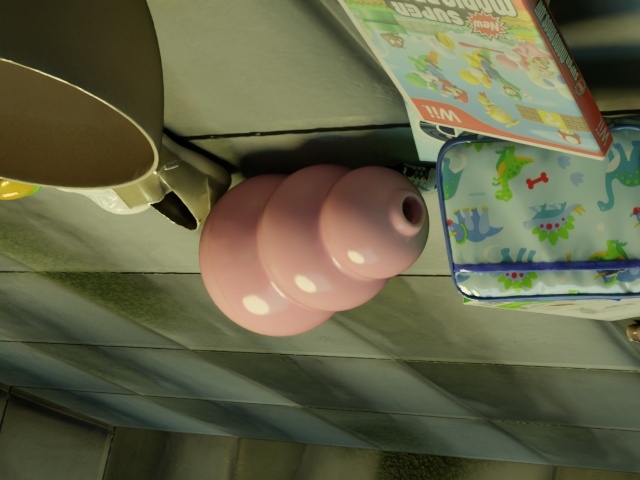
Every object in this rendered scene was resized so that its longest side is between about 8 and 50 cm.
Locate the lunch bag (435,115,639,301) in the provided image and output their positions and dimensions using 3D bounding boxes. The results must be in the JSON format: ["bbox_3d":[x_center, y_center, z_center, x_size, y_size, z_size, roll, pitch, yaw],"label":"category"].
[{"bbox_3d":[0.226,-0.026,1.150,0.219,0.176,0.090,0,-165,22],"label":"lunch bag"}]

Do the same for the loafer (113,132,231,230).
[{"bbox_3d":[-0.223,-0.088,1.482,0.268,0.092,0.102,24,157,-35],"label":"loafer"}]

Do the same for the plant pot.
[{"bbox_3d":[-0.262,-0.186,1.057,0.284,0.191,0.284,9,161,3],"label":"plant pot"}]

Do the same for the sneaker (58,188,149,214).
[{"bbox_3d":[-0.291,-0.076,1.618,0.152,0.053,0.061,19,157,-21],"label":"sneaker"}]

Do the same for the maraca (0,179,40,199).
[{"bbox_3d":[-0.416,-0.124,1.486,0.127,0.099,0.185,-13,125,40],"label":"maraca"}]

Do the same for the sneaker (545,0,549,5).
[{"bbox_3d":[0.146,-0.206,0.971,0.083,0.071,0.190,15,162,6],"label":"sneaker"}]

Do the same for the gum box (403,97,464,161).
[{"bbox_3d":[0.170,-0.129,1.223,0.157,0.041,0.184,5,162,13],"label":"gum box"}]

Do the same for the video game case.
[{"bbox_3d":[0.109,-0.172,0.995,0.204,0.025,0.285,17,160,39],"label":"video game case"}]

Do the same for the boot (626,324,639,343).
[{"bbox_3d":[0.524,0.154,1.883,0.087,0.042,0.118,9,162,26],"label":"boot"}]

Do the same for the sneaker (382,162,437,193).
[{"bbox_3d":[0.109,-0.075,1.432,0.083,0.032,0.037,-1,158,30],"label":"sneaker"}]

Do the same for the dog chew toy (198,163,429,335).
[{"bbox_3d":[0.000,0.000,1.458,0.207,0.206,0.332,23,154,-33],"label":"dog chew toy"}]

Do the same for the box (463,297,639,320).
[{"bbox_3d":[0.326,0.009,1.356,0.231,0.126,0.262,7,165,-28],"label":"box"}]
